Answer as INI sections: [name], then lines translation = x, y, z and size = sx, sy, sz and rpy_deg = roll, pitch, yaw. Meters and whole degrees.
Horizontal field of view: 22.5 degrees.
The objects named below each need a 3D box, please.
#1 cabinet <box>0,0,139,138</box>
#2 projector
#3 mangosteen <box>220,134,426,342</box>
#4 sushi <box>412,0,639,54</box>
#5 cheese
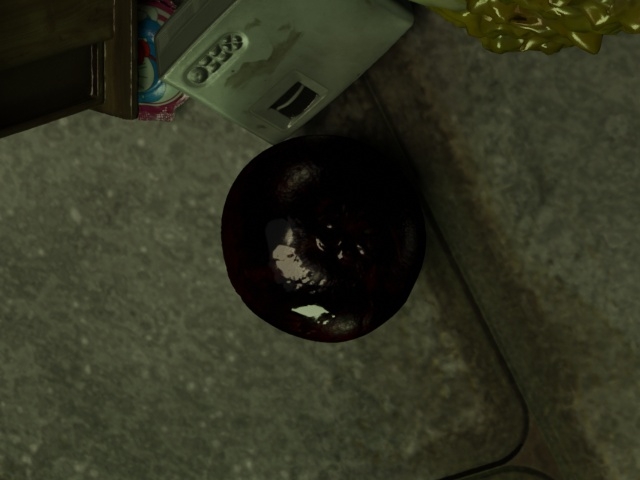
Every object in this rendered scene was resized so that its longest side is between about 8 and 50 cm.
[cabinet]
translation = -0.264, -0.160, 1.152
size = 0.215, 0.174, 0.148
rpy_deg = 19, 117, 32
[projector]
translation = -0.026, -0.149, 1.112
size = 0.115, 0.061, 0.147
rpy_deg = 30, 124, -34
[mangosteen]
translation = 0.000, 0.000, 1.148
size = 0.152, 0.152, 0.153
rpy_deg = 9, 113, 21
[sushi]
translation = 0.118, -0.323, 0.847
size = 0.351, 0.240, 0.397
rpy_deg = 36, 93, 0
[cheese]
translation = -0.130, -0.158, 1.194
size = 0.095, 0.038, 0.145
rpy_deg = 4, 112, 23
